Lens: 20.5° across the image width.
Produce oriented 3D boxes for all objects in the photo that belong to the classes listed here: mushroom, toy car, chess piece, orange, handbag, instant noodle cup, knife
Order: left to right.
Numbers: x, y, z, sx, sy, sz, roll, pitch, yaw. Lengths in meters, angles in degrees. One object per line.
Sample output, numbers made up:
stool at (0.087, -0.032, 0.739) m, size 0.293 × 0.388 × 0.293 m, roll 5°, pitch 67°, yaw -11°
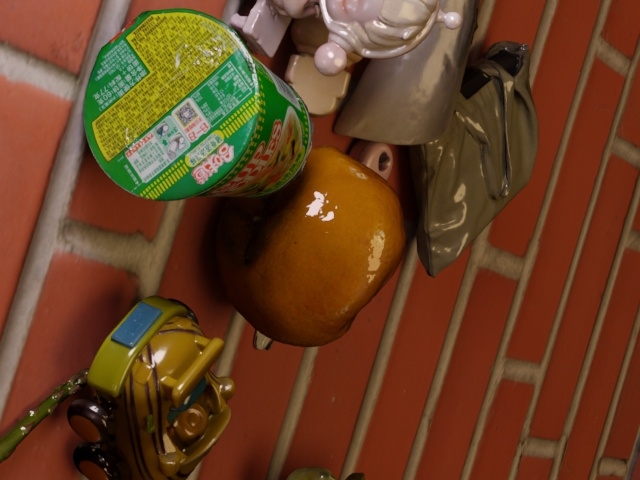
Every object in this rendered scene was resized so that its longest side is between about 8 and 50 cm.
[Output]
toy car at (-0.173, 0.186, 1.988) m, size 0.200 × 0.142 × 0.248 m, roll -53°, pitch 156°, yaw -34°
instant noodle cup at (-0.115, -0.133, 1.927) m, size 0.233 × 0.207 × 0.207 m, roll 12°, pitch 93°, yaw -68°
orange at (-0.015, 0.005, 2.124) m, size 0.183 × 0.249 × 0.249 m, roll 17°, pitch 89°, yaw -45°
knife at (-0.001, -0.002, 2.324) m, size 0.336 × 0.043 × 0.081 m, roll -58°, pitch 141°, yaw -23°
chess piece at (0.042, -0.342, 2.161) m, size 0.117 × 0.117 × 0.397 m, roll 20°, pitch 87°, yaw -61°
mushroom at (0.137, -0.321, 2.325) m, size 0.177 × 0.126 × 0.397 m, roll -3°, pitch 110°, yaw -51°
handbag at (0.232, -0.130, 2.592) m, size 0.316 × 0.109 × 0.253 m, roll -43°, pitch 138°, yaw -39°

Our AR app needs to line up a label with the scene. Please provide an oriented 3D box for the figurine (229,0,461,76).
figurine at (0.030, -0.271, 2.025) m, size 0.182 × 0.257 × 0.144 m, roll -56°, pitch 148°, yaw -33°

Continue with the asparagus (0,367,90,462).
asparagus at (-0.316, 0.203, 1.891) m, size 0.248 × 0.024 × 0.025 m, roll -45°, pitch 174°, yaw -43°

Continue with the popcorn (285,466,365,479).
popcorn at (0.031, 0.459, 2.372) m, size 0.274 × 0.279 × 0.335 m, roll -58°, pitch 165°, yaw 10°
